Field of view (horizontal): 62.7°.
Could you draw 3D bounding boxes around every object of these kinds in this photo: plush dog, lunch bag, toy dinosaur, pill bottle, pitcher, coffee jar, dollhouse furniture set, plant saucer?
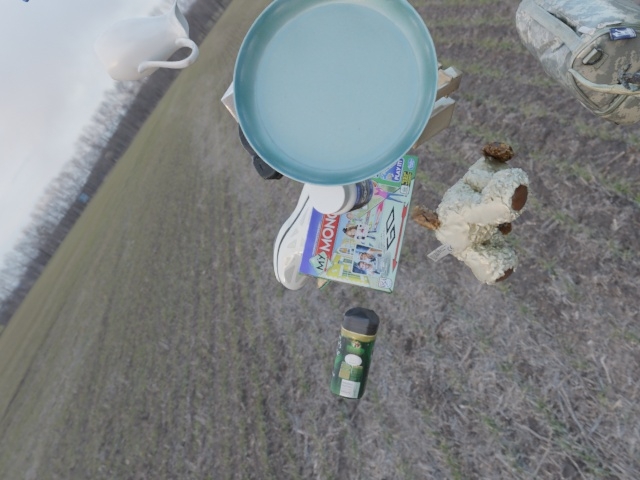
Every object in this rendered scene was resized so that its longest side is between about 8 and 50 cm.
[{"bbox_3d":[0.328,-0.075,1.079,0.210,0.263,0.225,18,44,29],"label":"plush dog"},{"bbox_3d":[0.574,-0.413,1.115,0.213,0.255,0.305,-60,28,35],"label":"lunch bag"},{"bbox_3d":[0.528,-0.243,0.843,0.118,0.268,0.064,-23,-52,-56],"label":"toy dinosaur"},{"bbox_3d":[0.037,-0.086,0.921,0.078,0.078,0.137,-43,-9,24],"label":"pill bottle"},{"bbox_3d":[-0.380,-0.421,1.163,0.207,0.125,0.178,-25,60,-3],"label":"pitcher"},{"bbox_3d":[0.074,0.239,1.132,0.096,0.079,0.185,-33,-45,-76],"label":"coffee jar"},{"bbox_3d":[0.255,-0.490,1.761,0.173,0.355,0.303,-35,-28,-25],"label":"dollhouse furniture set"},{"bbox_3d":[0.021,-0.241,0.816,0.318,0.317,0.043,-50,-8,9],"label":"plant saucer"}]

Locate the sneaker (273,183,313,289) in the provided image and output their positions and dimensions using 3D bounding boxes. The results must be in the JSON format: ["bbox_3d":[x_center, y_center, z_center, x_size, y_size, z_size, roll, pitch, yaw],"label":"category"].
[{"bbox_3d":[-0.001,-0.001,1.621,0.257,0.169,0.448,47,121,52],"label":"sneaker"}]

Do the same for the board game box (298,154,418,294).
[{"bbox_3d":[0.087,-0.056,1.190,0.046,0.213,0.318,90,-168,-79],"label":"board game box"}]

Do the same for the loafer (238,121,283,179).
[{"bbox_3d":[-0.129,-0.204,1.134,0.062,0.170,0.061,-24,-11,18],"label":"loafer"}]

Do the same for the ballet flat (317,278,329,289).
[{"bbox_3d":[0.031,0.084,1.644,0.206,0.067,0.073,-45,6,44],"label":"ballet flat"}]

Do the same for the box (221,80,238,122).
[{"bbox_3d":[-0.217,-0.449,1.631,0.103,0.114,0.203,-28,27,19],"label":"box"}]
